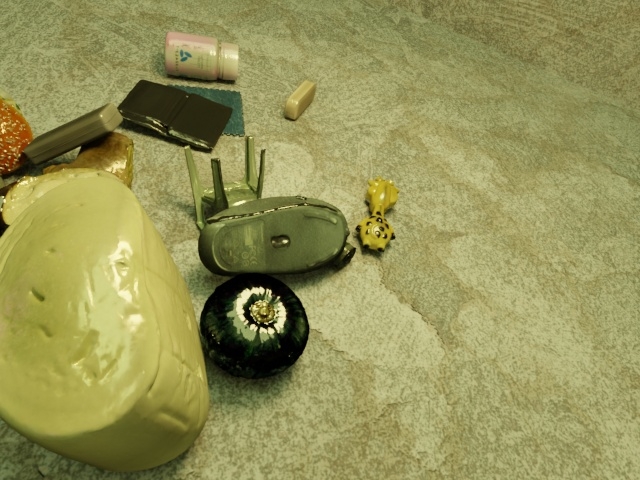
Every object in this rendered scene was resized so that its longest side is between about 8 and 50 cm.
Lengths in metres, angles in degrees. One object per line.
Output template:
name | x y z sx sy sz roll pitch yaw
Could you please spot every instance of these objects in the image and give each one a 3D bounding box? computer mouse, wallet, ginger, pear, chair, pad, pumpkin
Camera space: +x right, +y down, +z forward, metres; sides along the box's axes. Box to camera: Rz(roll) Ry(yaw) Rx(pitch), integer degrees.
computer mouse | -0.114 -0.008 1.108 0.375 0.203 0.114 -4 10 -22
wallet | -0.470 -0.413 1.453 0.323 0.041 0.247 16 48 -6
ginger | -0.597 -0.183 1.175 0.222 0.130 0.275 -11 50 -16
pear | -0.555 -0.030 1.010 0.267 0.177 0.266 6 43 -5
chair | -0.222 -0.111 1.180 0.204 0.274 0.191 -19 34 -27
pad | -0.398 -0.450 1.542 0.269 0.012 0.269 0 50 -17
pumpkin | -0.137 0.181 0.959 0.233 0.163 0.232 11 50 -13

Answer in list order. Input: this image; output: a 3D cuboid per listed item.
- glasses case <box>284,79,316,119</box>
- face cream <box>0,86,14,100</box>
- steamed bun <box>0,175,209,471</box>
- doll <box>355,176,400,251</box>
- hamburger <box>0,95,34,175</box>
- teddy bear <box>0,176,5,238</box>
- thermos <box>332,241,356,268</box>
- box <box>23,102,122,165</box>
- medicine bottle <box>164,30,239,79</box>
glasses case | -0.072 -0.517 1.645 0.050 0.083 0.196 25 46 5
face cream | -0.963 -0.300 1.205 0.143 0.089 0.314 21 55 2
steamed bun | -0.390 0.152 0.774 0.290 0.371 0.455 -17 55 -9
doll | 0.172 -0.083 1.334 0.117 0.086 0.290 19 49 -5
hamburger | -0.854 -0.268 1.128 0.237 0.148 0.236 22 57 -39
teddy bear | -0.751 -0.077 0.979 0.171 0.250 0.144 -38 66 -22
thermos | 0.003 -0.003 1.232 0.188 0.083 0.073 40 29 21
box | -0.634 -0.273 1.154 0.244 0.055 0.103 -19 35 11
medicine bottle | -0.427 -0.662 1.627 0.255 0.151 0.151 4 49 -14
